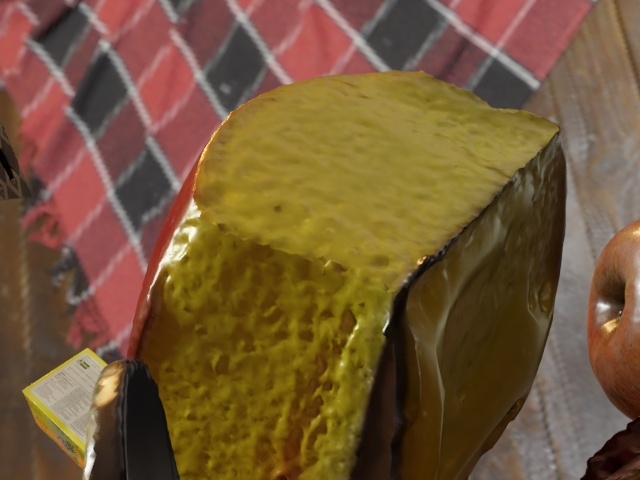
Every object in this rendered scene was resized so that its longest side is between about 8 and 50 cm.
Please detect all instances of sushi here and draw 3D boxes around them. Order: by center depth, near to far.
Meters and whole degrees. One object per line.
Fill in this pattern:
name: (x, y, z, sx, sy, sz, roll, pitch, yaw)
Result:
sushi: (-0.282, -0.082, 1.196, 0.026, 0.126, 0.120, -22, 89, 9)

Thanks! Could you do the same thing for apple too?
apple: (0.399, 0.087, 1.564, 0.254, 0.253, 0.253, -18, 61, 37)

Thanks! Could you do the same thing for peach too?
peach: (0.008, 0.073, 1.055, 0.242, 0.306, 0.380, 14, 38, 20)

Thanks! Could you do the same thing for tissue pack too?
tissue pack: (-0.248, 0.206, 1.708, 0.095, 0.062, 0.176, -35, 43, -24)

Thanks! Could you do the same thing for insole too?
insole: (-0.016, 0.197, 0.317, 0.009, 0.119, 0.348, -9, 86, 1)

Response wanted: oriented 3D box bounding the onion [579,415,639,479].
onion: (0.250, 0.191, 0.979, 0.161, 0.248, 0.248, 37, 102, 1)
